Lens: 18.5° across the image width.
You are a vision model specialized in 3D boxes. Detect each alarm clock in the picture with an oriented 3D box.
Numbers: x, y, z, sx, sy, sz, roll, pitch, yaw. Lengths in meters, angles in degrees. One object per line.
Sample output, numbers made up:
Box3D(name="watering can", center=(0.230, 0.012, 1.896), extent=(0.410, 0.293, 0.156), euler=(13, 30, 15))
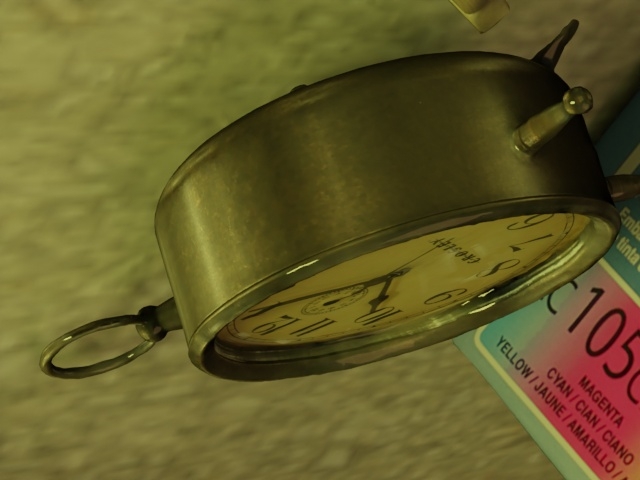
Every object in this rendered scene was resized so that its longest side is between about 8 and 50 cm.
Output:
Box3D(name="alarm clock", center=(0.000, 0.000, 0.578), extent=(0.192, 0.064, 0.129), euler=(-25, 162, 14))

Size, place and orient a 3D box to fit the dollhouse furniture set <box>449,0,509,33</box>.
Box3D(name="dollhouse furniture set", center=(0.059, -0.090, 0.442), extent=(0.303, 0.174, 0.355), euler=(-44, 147, 7))

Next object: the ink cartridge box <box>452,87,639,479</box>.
Box3D(name="ink cartridge box", center=(0.271, -0.053, 0.725), extent=(0.270, 0.151, 0.395), euler=(11, 123, -52))
